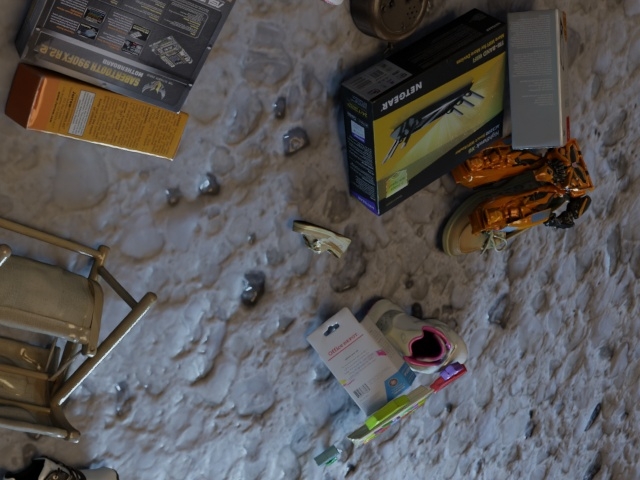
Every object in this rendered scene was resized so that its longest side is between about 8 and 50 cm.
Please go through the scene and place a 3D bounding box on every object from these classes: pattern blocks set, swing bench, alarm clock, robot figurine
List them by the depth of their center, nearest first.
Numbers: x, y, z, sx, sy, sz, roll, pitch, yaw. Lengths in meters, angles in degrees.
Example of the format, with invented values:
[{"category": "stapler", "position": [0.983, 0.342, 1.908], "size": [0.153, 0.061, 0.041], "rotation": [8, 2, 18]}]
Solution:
[{"category": "swing bench", "position": [-0.407, 0.116, 1.417], "size": [0.253, 0.165, 0.254], "rotation": [24, 100, -45]}, {"category": "alarm clock", "position": [0.115, -0.367, 1.696], "size": [0.129, 0.064, 0.192], "rotation": [-24, 128, -31]}, {"category": "pattern blocks set", "position": [0.133, 0.329, 1.971], "size": [0.325, 0.026, 0.285], "rotation": [-36, 166, 5]}, {"category": "robot figurine", "position": [0.393, -0.112, 1.983], "size": [0.291, 0.085, 0.211], "rotation": [-15, 82, -25]}]

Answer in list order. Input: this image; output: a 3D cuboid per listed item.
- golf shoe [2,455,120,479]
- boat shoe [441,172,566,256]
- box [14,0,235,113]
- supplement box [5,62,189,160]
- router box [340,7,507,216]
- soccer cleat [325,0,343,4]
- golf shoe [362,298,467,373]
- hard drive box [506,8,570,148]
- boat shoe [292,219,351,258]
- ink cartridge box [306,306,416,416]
[{"category": "golf shoe", "position": [-0.396, 0.371, 1.611], "size": [0.198, 0.077, 0.094], "rotation": [-11, 118, -38]}, {"category": "boat shoe", "position": [0.355, -0.049, 2.040], "size": [0.285, 0.089, 0.104], "rotation": [-32, 129, -25]}, {"category": "box", "position": [-0.250, -0.285, 1.362], "size": [0.231, 0.056, 0.183], "rotation": [16, 116, -32]}, {"category": "supplement box", "position": [-0.297, -0.171, 1.424], "size": [0.233, 0.078, 0.080], "rotation": [8, 106, -42]}, {"category": "router box", "position": [0.180, -0.217, 1.784], "size": [0.309, 0.081, 0.243], "rotation": [-33, 140, -24]}, {"category": "soccer cleat", "position": [0.012, -0.384, 1.612], "size": [0.083, 0.035, 0.029], "rotation": [32, 89, -45]}, {"category": "golf shoe", "position": [0.203, 0.207, 2.004], "size": [0.306, 0.140, 0.115], "rotation": [22, 94, -46]}, {"category": "hard drive box", "position": [0.384, -0.283, 1.851], "size": [0.181, 0.089, 0.232], "rotation": [-31, 119, -70]}, {"category": "boat shoe", "position": [0.000, 0.000, 1.785], "size": [0.135, 0.050, 0.045], "rotation": [20, 92, -45]}, {"category": "ink cartridge box", "position": [0.072, 0.208, 1.881], "size": [0.104, 0.181, 0.061], "rotation": [-39, 179, 20]}]
